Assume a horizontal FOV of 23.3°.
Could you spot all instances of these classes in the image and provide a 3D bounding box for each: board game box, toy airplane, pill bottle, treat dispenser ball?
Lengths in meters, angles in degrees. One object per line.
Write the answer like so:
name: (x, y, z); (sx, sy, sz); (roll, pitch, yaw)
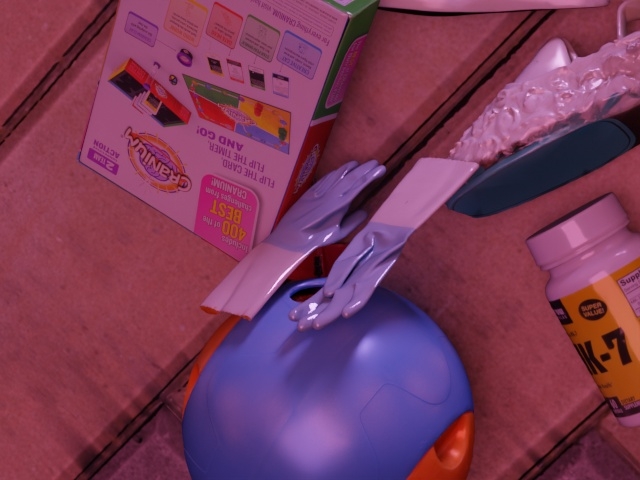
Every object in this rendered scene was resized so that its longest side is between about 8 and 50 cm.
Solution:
board game box: (-0.102, -0.156, 1.551); (0.242, 0.064, 0.316); (32, 126, 14)
toy airplane: (0.000, 0.000, 1.632); (0.151, 0.028, 0.151); (3, 100, 16)
pill bottle: (0.293, 0.066, 1.514); (0.119, 0.119, 0.208); (-30, 89, 18)
treat dispenser ball: (0.008, 0.179, 1.522); (0.288, 0.288, 0.288); (2, 99, 15)

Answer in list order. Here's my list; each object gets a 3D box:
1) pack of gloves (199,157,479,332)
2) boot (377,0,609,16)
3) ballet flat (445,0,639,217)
pack of gloves: (0.024, 0.010, 1.473); (0.195, 0.232, 0.046); (10, 141, 49)
boot: (0.156, -0.308, 1.513); (0.244, 0.088, 0.176); (-3, 97, 8)
ballet flat: (0.290, -0.157, 1.493); (0.409, 0.147, 0.147); (-25, 91, 15)
